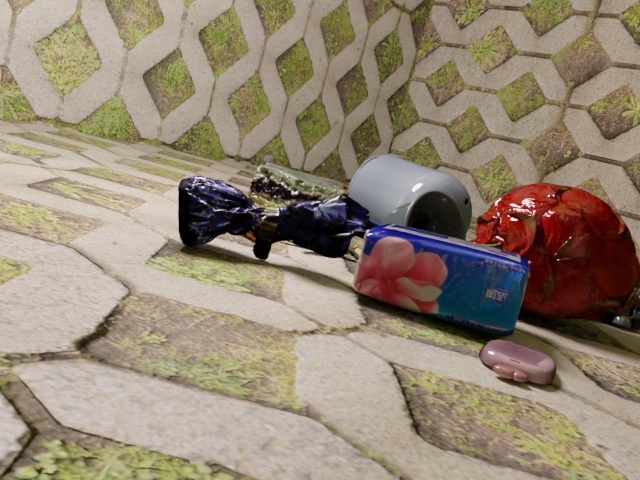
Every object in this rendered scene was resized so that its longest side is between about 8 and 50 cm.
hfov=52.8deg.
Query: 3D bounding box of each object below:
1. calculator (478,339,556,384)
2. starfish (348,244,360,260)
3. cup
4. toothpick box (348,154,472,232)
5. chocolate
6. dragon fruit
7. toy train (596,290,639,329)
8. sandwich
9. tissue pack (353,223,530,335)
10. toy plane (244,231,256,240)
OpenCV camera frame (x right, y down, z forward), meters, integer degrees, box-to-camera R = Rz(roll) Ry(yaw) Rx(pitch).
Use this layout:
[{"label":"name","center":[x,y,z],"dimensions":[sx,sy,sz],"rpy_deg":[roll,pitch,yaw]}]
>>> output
[{"label":"calculator","center":[0.277,0.168,0.904],"dimensions":[0.103,0.024,0.166],"rpy_deg":[19,9,22]},{"label":"starfish","center":[0.000,0.000,1.418],"dimensions":[0.208,0.053,0.176],"rpy_deg":[16,-2,-29]},{"label":"cup","center":[0.208,-0.010,1.453],"dimensions":[0.199,0.199,0.150],"rpy_deg":[8,-6,-37]},{"label":"toothpick box","center":[0.238,-0.079,1.714],"dimensions":[0.263,0.262,0.355],"rpy_deg":[10,12,-28]},{"label":"chocolate","center":[-0.077,-0.032,1.138],"dimensions":[0.344,0.148,0.126],"rpy_deg":[8,19,-6]},{"label":"dragon fruit","center":[0.465,0.025,1.278],"dimensions":[0.343,0.277,0.277],"rpy_deg":[4,11,-6]},{"label":"toy train","center":[0.641,0.139,1.467],"dimensions":[0.219,0.089,0.127],"rpy_deg":[15,-1,3]},{"label":"sandwich","center":[-0.060,-0.121,1.747],"dimensions":[0.262,0.131,0.325],"rpy_deg":[16,10,-3]},{"label":"tissue pack","center":[0.209,0.063,1.100],"dimensions":[0.270,0.137,0.209],"rpy_deg":[14,9,13]},{"label":"toy plane","center":[-0.161,-0.045,1.351],"dimensions":[0.135,0.062,0.188],"rpy_deg":[10,11,-35]}]
